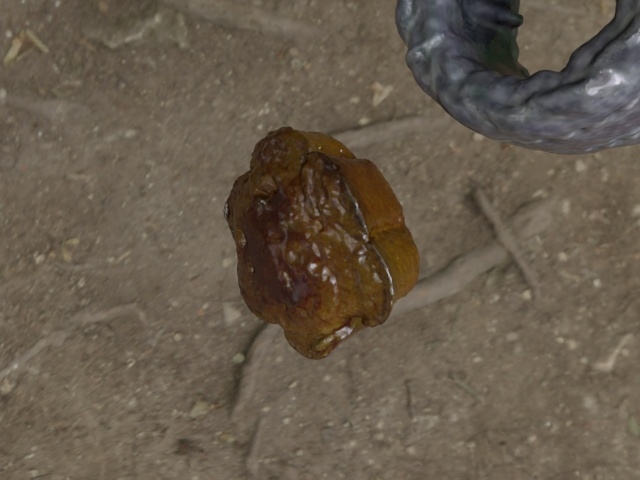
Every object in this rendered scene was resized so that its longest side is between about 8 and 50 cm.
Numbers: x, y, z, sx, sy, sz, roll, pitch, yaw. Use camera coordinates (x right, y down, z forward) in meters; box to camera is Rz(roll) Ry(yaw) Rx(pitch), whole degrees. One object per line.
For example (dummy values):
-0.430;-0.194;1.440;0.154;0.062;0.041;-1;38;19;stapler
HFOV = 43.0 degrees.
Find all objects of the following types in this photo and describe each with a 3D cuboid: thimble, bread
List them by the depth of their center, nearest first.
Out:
0.117;-0.115;0.392;0.098;0.150;0.150;5;69;-47;thimble
-0.010;0.000;0.908;0.135;0.232;0.246;-15;74;-49;bread
